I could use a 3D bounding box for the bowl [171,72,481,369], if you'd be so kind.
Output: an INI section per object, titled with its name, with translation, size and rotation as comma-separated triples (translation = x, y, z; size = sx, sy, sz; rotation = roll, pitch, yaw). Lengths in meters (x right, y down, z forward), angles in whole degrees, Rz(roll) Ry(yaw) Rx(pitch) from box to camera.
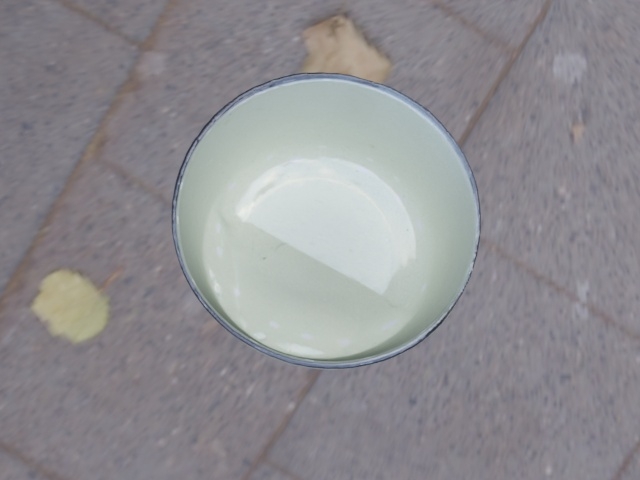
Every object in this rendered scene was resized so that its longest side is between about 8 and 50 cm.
[bowl]
translation = 0.000, 0.000, 1.388
size = 0.237, 0.126, 0.238
rotation = 2, 71, -5
